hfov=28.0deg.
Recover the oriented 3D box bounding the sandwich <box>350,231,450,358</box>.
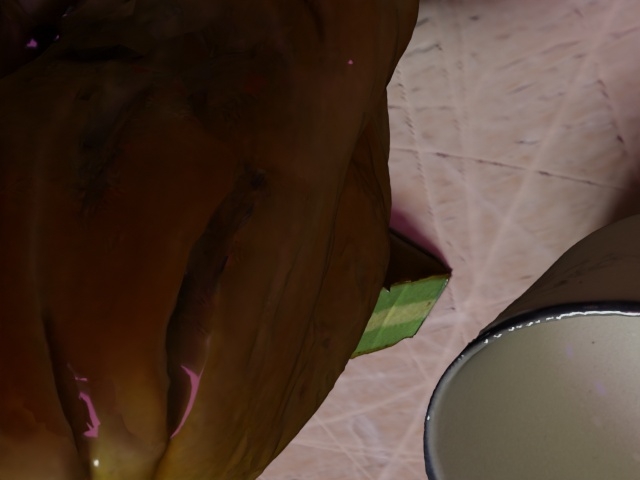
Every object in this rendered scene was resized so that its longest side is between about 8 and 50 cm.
[{"bbox_3d":[0.000,0.000,0.673,0.116,0.074,0.074,59,149,22],"label":"sandwich"}]

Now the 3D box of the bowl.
[{"bbox_3d":[0.174,0.076,0.526,0.237,0.126,0.238,21,140,18],"label":"bowl"}]

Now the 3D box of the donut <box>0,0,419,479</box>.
[{"bbox_3d":[-0.131,-0.039,0.477,0.360,0.360,0.170,17,154,22],"label":"donut"}]
